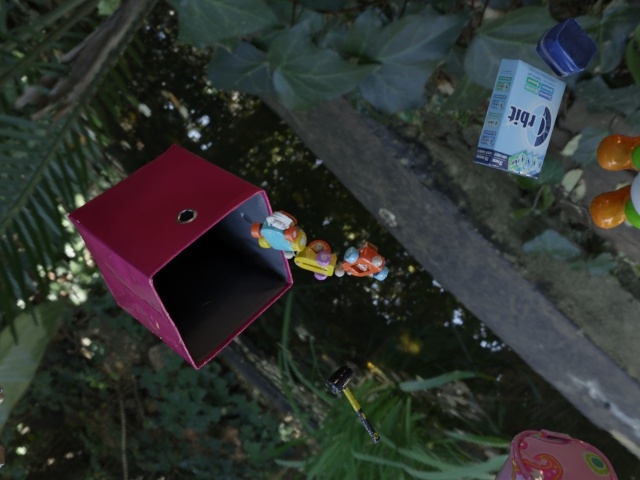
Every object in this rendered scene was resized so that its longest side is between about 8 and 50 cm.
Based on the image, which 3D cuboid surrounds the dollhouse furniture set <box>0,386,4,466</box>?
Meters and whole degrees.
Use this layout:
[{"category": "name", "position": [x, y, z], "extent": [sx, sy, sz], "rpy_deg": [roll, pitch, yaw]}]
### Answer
[{"category": "dollhouse furniture set", "position": [-0.586, 0.230, 0.951], "extent": [0.286, 0.303, 0.198], "rpy_deg": [22, -149, -51]}]

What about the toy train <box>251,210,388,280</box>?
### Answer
[{"category": "toy train", "position": [0.000, 0.000, 0.794], "extent": [0.166, 0.046, 0.125], "rpy_deg": [29, 153, -20]}]

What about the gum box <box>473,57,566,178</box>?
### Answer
[{"category": "gum box", "position": [0.361, -0.215, 1.160], "extent": [0.157, 0.184, 0.041], "rpy_deg": [7, -170, -40]}]

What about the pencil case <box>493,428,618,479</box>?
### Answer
[{"category": "pencil case", "position": [0.230, 0.348, 0.738], "extent": [0.124, 0.124, 0.284], "rpy_deg": [29, 125, 27]}]

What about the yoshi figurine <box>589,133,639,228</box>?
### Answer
[{"category": "yoshi figurine", "position": [0.508, -0.047, 0.931], "extent": [0.203, 0.203, 0.362], "rpy_deg": [36, -171, -19]}]

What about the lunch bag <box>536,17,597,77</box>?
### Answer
[{"category": "lunch bag", "position": [0.448, -0.347, 1.174], "extent": [0.098, 0.067, 0.065], "rpy_deg": [43, 165, -17]}]

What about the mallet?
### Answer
[{"category": "mallet", "position": [0.084, 0.356, 1.404], "extent": [0.039, 0.062, 0.190], "rpy_deg": [-13, 118, 53]}]

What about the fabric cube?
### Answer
[{"category": "fabric cube", "position": [-0.246, 0.020, 1.175], "extent": [0.258, 0.254, 0.259], "rpy_deg": [29, 148, 35]}]
